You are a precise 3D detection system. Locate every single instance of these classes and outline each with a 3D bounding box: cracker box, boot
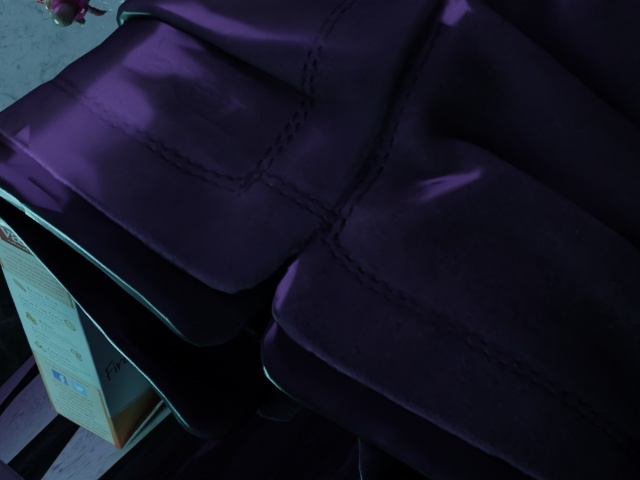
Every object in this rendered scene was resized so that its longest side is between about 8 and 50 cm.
[{"bbox_3d":[-0.125,0.009,1.129,0.156,0.067,0.232,-51,-27,-28],"label":"cracker box"},{"bbox_3d":[-0.012,-0.088,0.419,0.223,0.338,0.118,-47,-30,-10],"label":"boot"}]

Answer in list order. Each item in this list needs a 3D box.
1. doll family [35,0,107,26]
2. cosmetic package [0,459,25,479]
[{"bbox_3d":[-0.086,-0.231,1.024,0.163,0.118,0.263,-15,61,54],"label":"doll family"},{"bbox_3d":[-0.303,0.261,0.881,0.197,0.155,0.365,-41,10,46],"label":"cosmetic package"}]
